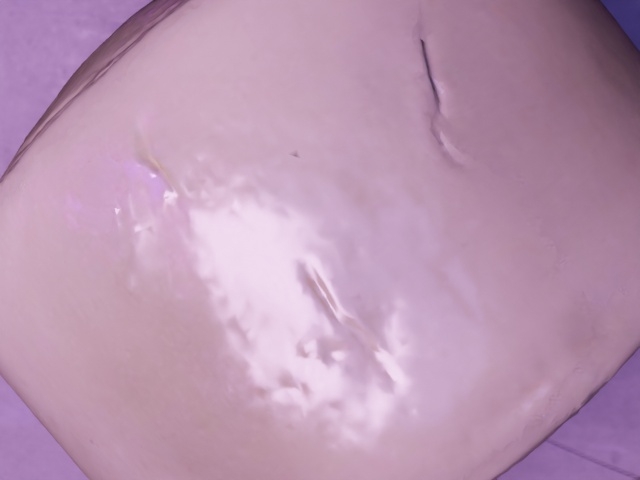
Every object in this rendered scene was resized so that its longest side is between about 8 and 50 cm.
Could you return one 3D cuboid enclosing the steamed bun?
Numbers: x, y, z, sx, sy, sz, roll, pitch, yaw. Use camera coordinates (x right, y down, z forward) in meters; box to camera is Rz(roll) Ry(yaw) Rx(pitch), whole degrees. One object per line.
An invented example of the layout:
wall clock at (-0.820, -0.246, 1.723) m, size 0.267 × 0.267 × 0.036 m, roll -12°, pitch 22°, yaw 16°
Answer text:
steamed bun at (0.000, 0.000, 0.739) m, size 0.456 × 0.290 × 0.371 m, roll -40°, pitch 95°, yaw 10°
